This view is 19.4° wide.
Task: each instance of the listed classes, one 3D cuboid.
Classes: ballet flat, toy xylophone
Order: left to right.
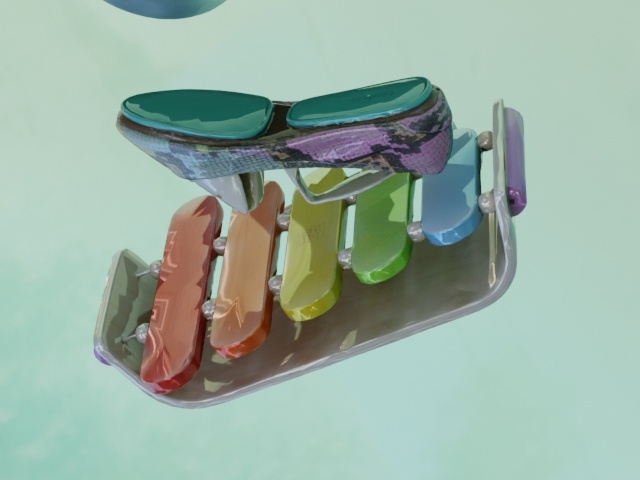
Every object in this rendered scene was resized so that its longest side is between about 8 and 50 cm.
[{"bbox_3d":[-0.023,-0.058,1.201,0.222,0.077,0.079,-3,120,14],"label":"ballet flat"},{"bbox_3d":[0.000,0.000,1.275,0.081,0.323,0.236,58,-167,-30],"label":"toy xylophone"}]

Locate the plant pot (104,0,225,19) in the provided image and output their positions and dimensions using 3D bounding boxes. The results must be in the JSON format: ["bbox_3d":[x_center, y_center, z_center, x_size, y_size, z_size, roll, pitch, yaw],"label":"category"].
[{"bbox_3d":[-0.095,-0.312,1.455,0.271,0.272,0.255,48,144,6],"label":"plant pot"}]
